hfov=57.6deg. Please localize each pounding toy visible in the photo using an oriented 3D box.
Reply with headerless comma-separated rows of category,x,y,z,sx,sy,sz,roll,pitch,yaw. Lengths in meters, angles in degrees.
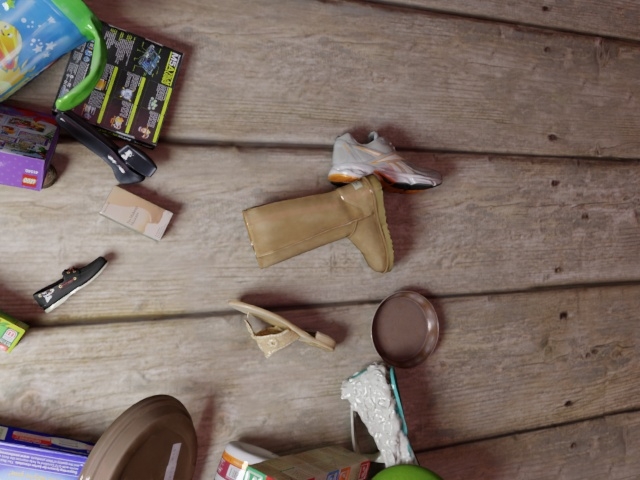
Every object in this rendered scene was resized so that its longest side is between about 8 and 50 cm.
pounding toy,0.180,0.542,1.070,0.183,0.110,0.237,-41,90,12

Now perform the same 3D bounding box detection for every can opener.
can opener,-0.378,-0.166,1.020,0.186,0.059,0.073,38,99,-26

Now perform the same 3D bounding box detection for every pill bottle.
pill bottle,-0.151,0.491,1.054,0.121,0.121,0.221,24,78,-20

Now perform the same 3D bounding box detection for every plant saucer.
plant saucer,-0.288,0.393,0.950,0.278,0.041,0.277,-37,132,-57
plant saucer,0.178,0.192,1.259,0.169,0.029,0.168,2,86,-23

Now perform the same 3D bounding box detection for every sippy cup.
sippy cup,-0.503,-0.339,0.899,0.305,0.240,0.224,39,86,29

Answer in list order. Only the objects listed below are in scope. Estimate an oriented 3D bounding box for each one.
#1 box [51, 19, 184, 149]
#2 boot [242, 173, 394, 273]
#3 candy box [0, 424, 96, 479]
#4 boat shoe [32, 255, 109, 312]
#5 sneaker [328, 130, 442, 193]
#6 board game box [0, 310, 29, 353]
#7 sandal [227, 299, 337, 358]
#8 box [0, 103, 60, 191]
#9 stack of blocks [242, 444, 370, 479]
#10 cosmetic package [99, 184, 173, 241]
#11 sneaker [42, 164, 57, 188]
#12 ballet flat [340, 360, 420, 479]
box,-0.363,-0.285,1.055,0.184,0.045,0.190,17,80,-23
boot,0.000,0.000,1.166,0.270,0.089,0.236,-19,117,-10
candy box,-0.486,0.474,0.916,0.268,0.122,0.317,21,78,-22
boat shoe,-0.429,0.068,1.003,0.133,0.049,0.042,-38,109,-16
sneaker,0.145,-0.169,1.234,0.263,0.099,0.120,5,80,-23
board game box,-0.561,0.113,0.921,0.181,0.092,0.043,34,75,-17
sandal,-0.078,0.193,1.120,0.240,0.088,0.079,26,72,-24
box,-0.564,-0.166,0.883,0.294,0.201,0.057,10,117,-21
stack of blocks,-0.031,0.478,1.037,0.297,0.087,0.171,18,85,-57
cosmetic package,-0.333,-0.048,1.053,0.115,0.041,0.060,26,78,-19
sneaker,-0.536,-0.128,0.958,0.189,0.071,0.066,6,85,-23
ballet flat,0.144,0.448,1.194,0.147,0.147,0.408,-19,91,-22
